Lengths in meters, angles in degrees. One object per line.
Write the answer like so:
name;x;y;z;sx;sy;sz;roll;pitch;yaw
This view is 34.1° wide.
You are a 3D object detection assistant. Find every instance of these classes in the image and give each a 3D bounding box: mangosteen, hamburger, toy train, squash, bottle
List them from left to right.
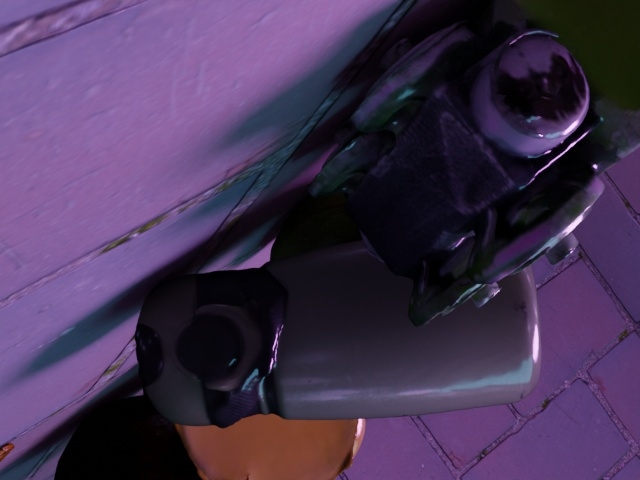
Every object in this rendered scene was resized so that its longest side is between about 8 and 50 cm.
mangosteen;-0.228;0.359;1.579;0.347;0.307;0.307;-46;-178;-38
hamburger;-0.068;0.210;1.450;0.276;0.276;0.237;-35;-173;4
squash;0.000;0.000;1.036;0.219;0.077;0.068;127;-24;-60
bottle;0.013;0.083;0.930;0.347;0.168;0.168;-7;171;-3
toy train;0.137;-0.079;0.755;0.249;0.173;0.307;-39;176;-19

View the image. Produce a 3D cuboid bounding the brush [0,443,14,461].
brush;-0.459;0.321;1.365;0.090;0.017;0.314;-33;174;-43
